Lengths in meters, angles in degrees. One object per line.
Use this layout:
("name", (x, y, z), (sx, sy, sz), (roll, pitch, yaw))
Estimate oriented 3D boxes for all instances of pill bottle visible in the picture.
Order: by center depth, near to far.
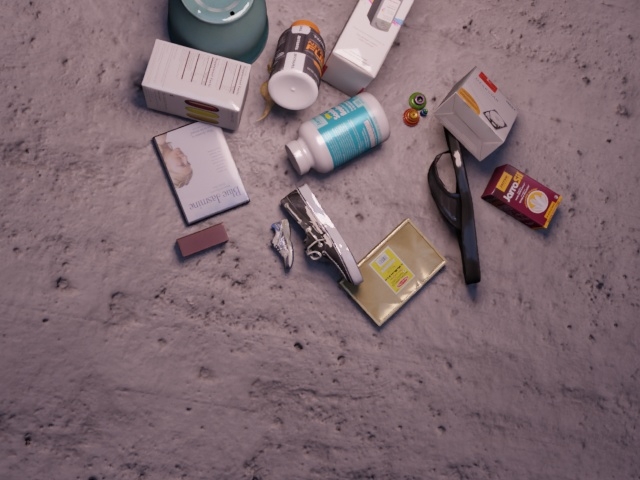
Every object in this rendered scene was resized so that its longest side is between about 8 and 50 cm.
("pill bottle", (-0.056, -0.465, 1.621), (0.130, 0.130, 0.246), (13, 53, -8))
("pill bottle", (0.041, -0.274, 1.657), (0.264, 0.146, 0.146), (-29, 92, -9))

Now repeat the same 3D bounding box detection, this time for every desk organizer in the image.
("desk organizer", (-0.309, -0.003, 1.647), (0.130, 0.047, 0.050), (-21, 94, -8))

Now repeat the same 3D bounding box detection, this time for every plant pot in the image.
("plant pot", (-0.255, -0.586, 1.570), (0.271, 0.255, 0.272), (0, 88, -9))

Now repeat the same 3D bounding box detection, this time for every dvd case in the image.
("dvd case", (-0.316, -0.187, 1.664), (0.180, 0.022, 0.253), (-22, 92, -9))

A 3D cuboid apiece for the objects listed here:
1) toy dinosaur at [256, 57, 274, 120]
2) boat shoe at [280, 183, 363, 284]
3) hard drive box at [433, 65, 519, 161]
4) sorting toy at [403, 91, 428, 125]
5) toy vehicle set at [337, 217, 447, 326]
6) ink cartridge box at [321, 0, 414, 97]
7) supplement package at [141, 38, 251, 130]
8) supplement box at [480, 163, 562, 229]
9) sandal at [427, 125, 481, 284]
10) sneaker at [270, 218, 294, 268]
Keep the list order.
("toy dinosaur", (-0.120, -0.397, 1.695), (0.092, 0.053, 0.183), (6, 79, 7))
("boat shoe", (0.000, -0.001, 1.656), (0.105, 0.113, 0.306), (-33, 87, 0))
("hard drive box", (0.421, -0.344, 1.681), (0.181, 0.089, 0.232), (44, 40, -5))
("sorting toy", (0.271, -0.368, 1.747), (0.061, 0.042, 0.102), (23, 85, -7))
("toy vehicle set", (0.198, 0.086, 1.724), (0.267, 0.035, 0.166), (-42, 94, -8))
("ink cartridge box", (0.131, -0.554, 1.641), (0.131, 0.226, 0.306), (27, 83, -7))
("supplement package", (-0.312, -0.393, 1.601), (0.244, 0.139, 0.134), (14, 76, -5))
("supplement box", (0.564, -0.122, 1.762), (0.188, 0.081, 0.104), (30, 84, -6))
("sandal", (0.353, -0.099, 1.697), (0.107, 0.167, 0.446), (-8, 89, 9))
("sneaker", (-0.103, 0.012, 1.680), (0.058, 0.052, 0.135), (-9, 82, 1))
